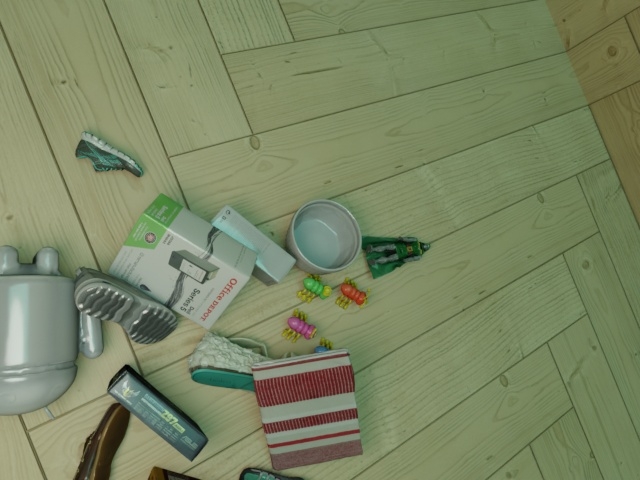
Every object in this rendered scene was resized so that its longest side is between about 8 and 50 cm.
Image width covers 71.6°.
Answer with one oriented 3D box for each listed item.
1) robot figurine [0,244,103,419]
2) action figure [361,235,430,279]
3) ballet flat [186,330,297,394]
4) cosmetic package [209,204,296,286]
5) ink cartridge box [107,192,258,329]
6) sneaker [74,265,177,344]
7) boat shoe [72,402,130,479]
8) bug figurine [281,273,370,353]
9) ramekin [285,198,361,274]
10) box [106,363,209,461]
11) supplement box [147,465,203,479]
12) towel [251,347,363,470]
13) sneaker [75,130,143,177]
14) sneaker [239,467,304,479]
[{"bbox_3d":[-0.602,0.191,0.900,0.300,0.200,0.353,3,78,-34],"label":"robot figurine"},{"bbox_3d":[0.247,0.033,1.378,0.232,0.063,0.137,-9,81,-28],"label":"action figure"},{"bbox_3d":[-0.129,0.327,1.127,0.409,0.147,0.147,24,72,-19],"label":"ballet flat"},{"bbox_3d":[-0.189,0.019,1.159,0.231,0.117,0.085,41,68,-10],"label":"cosmetic package"},{"bbox_3d":[-0.316,0.054,1.044,0.273,0.198,0.115,34,26,-14],"label":"ink cartridge box"},{"bbox_3d":[-0.426,0.138,0.996,0.105,0.115,0.281,-39,141,-6],"label":"sneaker"},{"bbox_3d":[-0.489,0.459,0.973,0.073,0.073,0.207,7,66,19],"label":"boat shoe"},{"bbox_3d":[0.018,0.213,1.236,0.216,0.072,0.279,29,71,-16],"label":"bug figurine"},{"bbox_3d":[0.000,0.000,1.234,0.207,0.109,0.207,8,67,-20],"label":"ramekin"},{"bbox_3d":[-0.362,0.373,0.981,0.232,0.183,0.059,44,67,-9],"label":"box"},{"bbox_3d":[-0.317,0.640,0.980,0.194,0.129,0.191,27,71,-17],"label":"supplement box"},{"bbox_3d":[-0.027,0.416,1.087,0.237,0.037,0.329,-9,112,-4],"label":"towel"},{"bbox_3d":[-0.521,-0.194,1.093,0.166,0.065,0.076,31,86,-12],"label":"sneaker"},{"bbox_3d":[-0.096,0.628,1.120,0.223,0.098,0.083,24,92,5],"label":"sneaker"}]
